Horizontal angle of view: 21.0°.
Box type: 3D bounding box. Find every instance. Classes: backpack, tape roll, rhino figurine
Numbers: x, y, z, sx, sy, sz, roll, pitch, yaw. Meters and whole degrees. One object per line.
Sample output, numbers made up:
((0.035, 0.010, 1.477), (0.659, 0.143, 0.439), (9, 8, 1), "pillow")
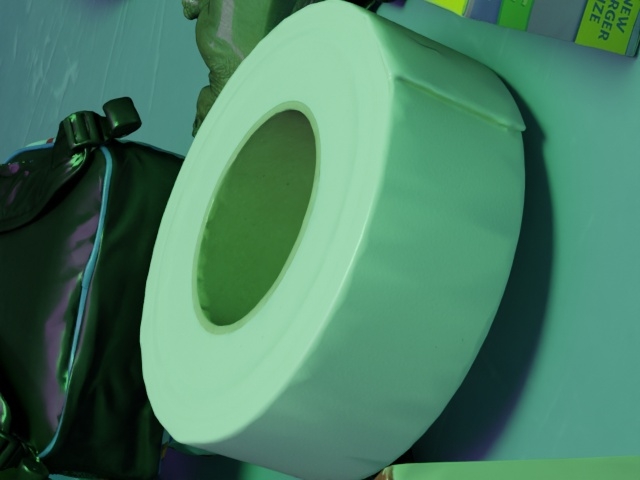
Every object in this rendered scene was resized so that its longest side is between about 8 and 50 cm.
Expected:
((-0.171, 0.041, 1.282), (0.263, 0.213, 0.276), (13, 85, 55), "backpack")
((0.000, 0.000, 1.049), (0.286, 0.100, 0.286), (-43, 36, 42), "tape roll")
((-0.059, -0.157, 1.273), (0.106, 0.073, 0.243), (41, 119, 59), "rhino figurine")

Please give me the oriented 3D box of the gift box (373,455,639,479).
((0.129, 0.210, 0.681), (0.276, 0.258, 0.255), (121, 146, -69), "gift box")

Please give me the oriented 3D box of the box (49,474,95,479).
((-0.234, 0.177, 1.409), (0.244, 0.060, 0.100), (42, 122, 27), "box")

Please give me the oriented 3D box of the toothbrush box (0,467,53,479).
((-0.234, 0.227, 1.183), (0.122, 0.283, 0.206), (-57, 13, 2), "toothbrush box")

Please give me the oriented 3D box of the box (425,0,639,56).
((0.097, -0.243, 0.977), (0.243, 0.117, 0.213), (38, 116, 56), "box")

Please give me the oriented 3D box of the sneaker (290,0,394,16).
((0.029, -0.221, 1.157), (0.089, 0.051, 0.170), (25, 108, 55), "sneaker")

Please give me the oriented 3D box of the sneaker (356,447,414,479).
((0.036, 0.177, 1.024), (0.077, 0.072, 0.178), (-51, 42, 40), "sneaker")
